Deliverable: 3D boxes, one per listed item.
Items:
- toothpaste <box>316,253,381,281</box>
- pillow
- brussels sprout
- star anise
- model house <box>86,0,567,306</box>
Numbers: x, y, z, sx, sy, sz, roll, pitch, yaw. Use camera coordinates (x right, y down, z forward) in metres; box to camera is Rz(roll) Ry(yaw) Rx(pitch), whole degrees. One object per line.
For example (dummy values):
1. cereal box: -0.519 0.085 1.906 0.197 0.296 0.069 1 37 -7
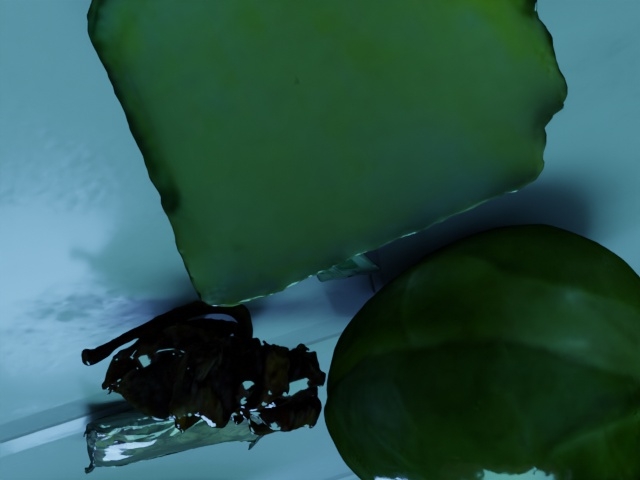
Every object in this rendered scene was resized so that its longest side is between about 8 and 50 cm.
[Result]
1. toothpaste: 0.000 0.000 0.627 0.064 0.041 0.218 -11 157 14
2. pillow: -0.182 0.241 0.950 0.254 0.059 0.169 -6 151 -17
3. brussels sprout: 0.195 0.138 0.735 0.371 0.276 0.315 -3 153 -28
4. star anise: -0.087 0.124 0.698 0.190 0.126 0.220 18 172 17
5. model house: 0.007 -0.079 0.415 0.193 0.170 0.211 -26 -179 2
